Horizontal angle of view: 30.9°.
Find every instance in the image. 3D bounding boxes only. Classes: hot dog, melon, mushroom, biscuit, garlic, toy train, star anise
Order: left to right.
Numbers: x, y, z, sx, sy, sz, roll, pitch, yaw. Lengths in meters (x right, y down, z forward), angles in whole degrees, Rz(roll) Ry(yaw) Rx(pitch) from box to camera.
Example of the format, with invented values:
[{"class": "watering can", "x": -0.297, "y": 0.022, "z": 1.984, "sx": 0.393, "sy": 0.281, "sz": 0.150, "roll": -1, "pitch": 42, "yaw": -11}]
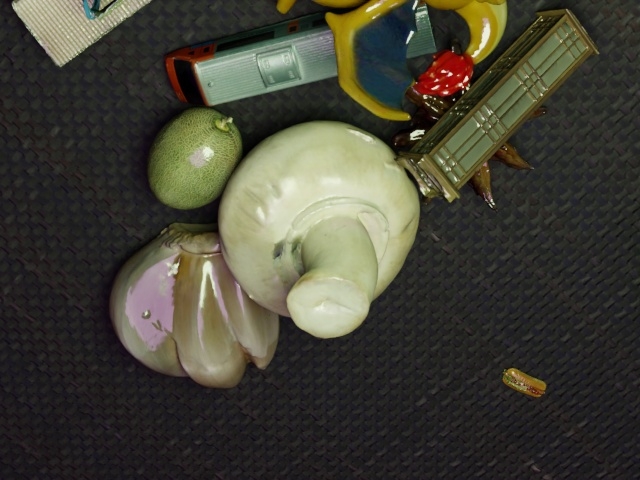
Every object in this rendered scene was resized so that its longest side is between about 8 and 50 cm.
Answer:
[{"class": "biscuit", "x": -0.346, "y": -0.361, "z": 1.719, "sx": 0.199, "sy": 0.040, "sz": 0.121, "roll": -32, "pitch": 111, "yaw": 11}, {"class": "garlic", "x": -0.211, "y": 0.117, "z": 1.905, "sx": 0.279, "sy": 0.132, "sz": 0.325, "roll": 3, "pitch": 111, "yaw": 9}, {"class": "melon", "x": -0.190, "y": -0.129, "z": 1.774, "sx": 0.139, "sy": 0.139, "sz": 0.192, "roll": 34, "pitch": 128, "yaw": -14}, {"class": "toy train", "x": -0.033, "y": -0.280, "z": 1.730, "sx": 0.410, "sy": 0.089, "sz": 0.086, "roll": -13, "pitch": 120, "yaw": 7}, {"class": "mushroom", "x": -0.017, "y": -0.004, "z": 1.749, "sx": 0.315, "sy": 0.356, "sz": 0.315, "roll": 21, "pitch": 147, "yaw": 15}, {"class": "star anise", "x": 0.215, "y": -0.173, "z": 1.774, "sx": 0.272, "sy": 0.102, "sz": 0.271, "roll": -3, "pitch": 99, "yaw": -18}, {"class": "hot dog", "x": 0.353, "y": 0.248, "z": 2.009, "sx": 0.083, "sy": 0.021, "sz": 0.037, "roll": 22, "pitch": 113, "yaw": -10}]

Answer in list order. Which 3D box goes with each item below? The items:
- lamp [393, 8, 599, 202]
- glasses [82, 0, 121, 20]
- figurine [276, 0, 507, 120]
[{"class": "lamp", "x": 0.256, "y": -0.198, "z": 1.684, "sx": 0.325, "sy": 0.090, "sz": 0.089, "roll": -45, "pitch": 111, "yaw": -11}, {"class": "glasses", "x": -0.254, "y": -0.424, "z": 1.649, "sx": 0.207, "sy": 0.102, "sz": 0.239, "roll": 3, "pitch": 105, "yaw": -33}, {"class": "figurine", "x": 0.087, "y": -0.376, "z": 1.540, "sx": 0.387, "sy": 0.401, "sz": 0.268, "roll": 23, "pitch": 159, "yaw": 26}]
